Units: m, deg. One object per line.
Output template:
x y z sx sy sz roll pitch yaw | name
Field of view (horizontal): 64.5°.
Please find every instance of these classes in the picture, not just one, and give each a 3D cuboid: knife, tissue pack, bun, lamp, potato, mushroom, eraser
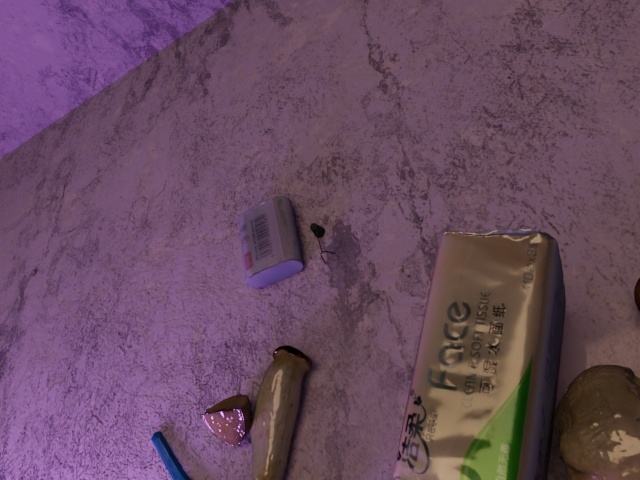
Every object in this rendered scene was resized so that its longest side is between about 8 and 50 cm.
-0.348 0.573 1.248 0.044 0.026 0.296 -49 46 -6 | knife
0.285 0.230 0.851 0.205 0.332 0.405 4 65 32 | tissue pack
0.439 0.317 0.761 0.152 0.259 0.259 -27 51 31 | bun
-0.001 -0.001 1.350 0.041 0.054 0.121 -33 50 12 | lamp
-0.189 0.415 1.201 0.172 0.089 0.101 -29 93 41 | potato
-0.104 0.405 1.156 0.107 0.087 0.333 1 66 32 | mushroom
-0.142 0.002 1.421 0.174 0.081 0.227 -23 52 14 | eraser

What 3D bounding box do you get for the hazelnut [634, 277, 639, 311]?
0.619 0.087 0.858 0.154 0.143 0.143 -16 56 25 | hazelnut
